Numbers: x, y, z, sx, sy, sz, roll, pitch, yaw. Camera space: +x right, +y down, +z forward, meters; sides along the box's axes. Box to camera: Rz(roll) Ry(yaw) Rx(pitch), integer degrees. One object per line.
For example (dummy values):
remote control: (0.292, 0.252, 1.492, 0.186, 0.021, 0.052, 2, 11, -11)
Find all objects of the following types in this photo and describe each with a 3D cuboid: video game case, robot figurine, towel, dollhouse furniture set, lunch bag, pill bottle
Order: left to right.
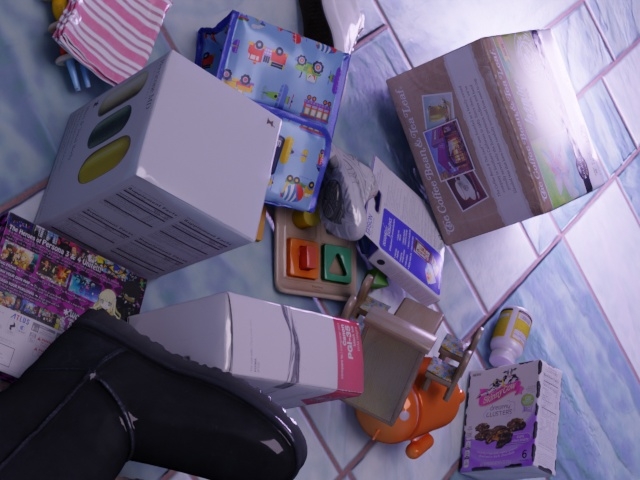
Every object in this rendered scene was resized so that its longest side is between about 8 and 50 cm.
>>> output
video game case: (-0.358, 0.103, 1.515, 0.232, 0.041, 0.210, 29, 59, -33)
towel: (-0.297, -0.324, 1.640, 0.144, 0.029, 0.197, 37, 55, -32)
lunch bag: (-0.098, -0.184, 1.796, 0.221, 0.138, 0.293, 15, 77, -28)
dollhouse furniture set: (0.134, 0.147, 1.764, 0.212, 0.161, 0.242, 26, 33, 10)
robot figurine: (0.146, 0.268, 1.869, 0.219, 0.128, 0.158, -9, 117, -44)
pill bottle: (0.359, 0.187, 2.134, 0.065, 0.065, 0.116, 44, 52, -24)

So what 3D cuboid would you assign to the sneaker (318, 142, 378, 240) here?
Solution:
sneaker: (0.054, -0.084, 1.855, 0.115, 0.090, 0.232, 14, 37, -27)

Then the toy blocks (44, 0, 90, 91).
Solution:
toy blocks: (-0.341, -0.295, 1.650, 0.123, 0.054, 0.148, -12, 87, -46)

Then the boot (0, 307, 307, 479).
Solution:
boot: (-0.270, 0.300, 1.280, 0.367, 0.146, 0.445, 24, 36, 15)

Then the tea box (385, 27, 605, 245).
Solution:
tea box: (0.334, -0.199, 2.098, 0.323, 0.220, 0.329, -22, 92, -53)

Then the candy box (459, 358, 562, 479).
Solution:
candy box: (0.340, 0.323, 2.004, 0.070, 0.164, 0.196, 29, 58, -35)

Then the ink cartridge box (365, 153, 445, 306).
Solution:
ink cartridge box: (0.139, -0.018, 1.979, 0.208, 0.045, 0.206, 41, 38, -27)

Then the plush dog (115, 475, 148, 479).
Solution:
plush dog: (-0.222, 0.422, 1.405, 0.262, 0.210, 0.225, 55, 35, -17)

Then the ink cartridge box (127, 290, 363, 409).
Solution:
ink cartridge box: (-0.105, 0.165, 1.586, 0.283, 0.207, 0.117, 18, 64, -48)

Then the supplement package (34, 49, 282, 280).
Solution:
supplement package: (-0.224, -0.093, 1.547, 0.198, 0.262, 0.199, 30, 58, -33)

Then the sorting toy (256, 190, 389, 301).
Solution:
sorting toy: (0.000, 0.000, 1.874, 0.347, 0.047, 0.196, 10, 70, -40)

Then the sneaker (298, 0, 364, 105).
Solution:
sneaker: (0.035, -0.352, 1.976, 0.123, 0.106, 0.290, 12, 68, -37)
